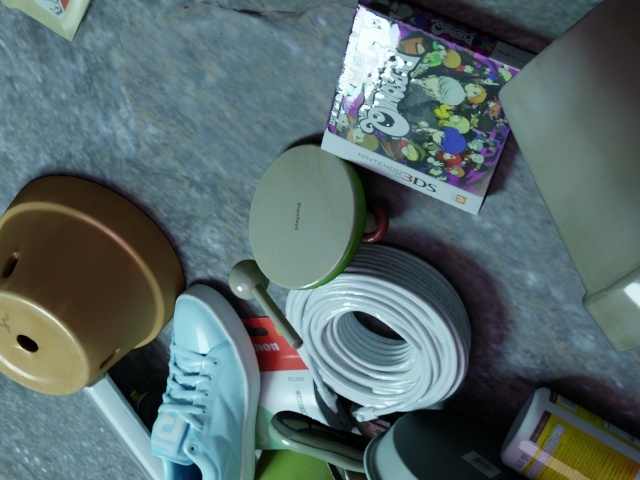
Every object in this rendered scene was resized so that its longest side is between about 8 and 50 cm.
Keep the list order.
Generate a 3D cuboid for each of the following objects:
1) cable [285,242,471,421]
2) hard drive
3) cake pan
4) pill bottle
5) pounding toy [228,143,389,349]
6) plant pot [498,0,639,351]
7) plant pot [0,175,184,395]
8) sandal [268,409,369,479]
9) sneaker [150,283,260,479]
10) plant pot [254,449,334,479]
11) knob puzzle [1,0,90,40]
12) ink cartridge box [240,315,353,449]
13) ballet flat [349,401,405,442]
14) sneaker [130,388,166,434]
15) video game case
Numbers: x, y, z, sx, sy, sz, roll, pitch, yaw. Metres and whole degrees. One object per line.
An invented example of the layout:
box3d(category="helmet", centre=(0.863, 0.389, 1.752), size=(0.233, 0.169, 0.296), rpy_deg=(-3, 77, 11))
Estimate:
box3d(category="cable", centre=(0.079, 0.119, 1.909), size=(0.257, 0.089, 0.257), rpy_deg=(-9, 123, 35))
box3d(category="hard drive", centre=(-0.300, 0.302, 2.272), size=(0.307, 0.040, 0.203), rpy_deg=(59, 165, -27))
box3d(category="cake pan", centre=(0.201, 0.318, 1.902), size=(0.293, 0.293, 0.054), rpy_deg=(26, 113, 7))
box3d(category="pill bottle", centre=(0.352, 0.290, 1.883), size=(0.215, 0.117, 0.117), rpy_deg=(29, 138, 4))
box3d(category="pounding toy", centre=(0.000, 0.000, 1.817), size=(0.183, 0.110, 0.237), rpy_deg=(38, 109, 40))
box3d(category="plant pot", centre=(0.336, -0.098, 1.423), size=(0.280, 0.323, 0.323), rpy_deg=(52, 137, 3))
box3d(category="plant pot", centre=(-0.367, 0.083, 2.056), size=(0.291, 0.203, 0.291), rpy_deg=(17, 137, 16))
box3d(category="sandal", centre=(0.046, 0.328, 2.058), size=(0.303, 0.086, 0.120), rpy_deg=(25, -177, -24))
box3d(category="sneaker", centre=(-0.177, 0.250, 2.081), size=(0.135, 0.150, 0.366), rpy_deg=(9, 114, 34))
box3d(category="plant pot", centre=(-0.027, 0.484, 2.162), size=(0.274, 0.293, 0.275), rpy_deg=(16, 136, 17))
box3d(category="knob puzzle", centre=(-0.356, -0.357, 1.761), size=(0.213, 0.030, 0.213), rpy_deg=(17, 137, 17))
box3d(category="ink cartridge box", centre=(-0.077, 0.214, 2.119), size=(0.181, 0.056, 0.225), rpy_deg=(-6, 127, 34))
box3d(category="ballet flat", centre=(0.149, 0.301, 2.038), size=(0.250, 0.084, 0.058), rpy_deg=(29, 119, 11))
box3d(category="sneaker", centre=(-0.206, 0.314, 2.290), size=(0.235, 0.084, 0.097), rpy_deg=(48, 160, -15))
box3d(category="video game case", centre=(0.119, -0.156, 1.658), size=(0.210, 0.042, 0.232), rpy_deg=(24, 137, 7))
